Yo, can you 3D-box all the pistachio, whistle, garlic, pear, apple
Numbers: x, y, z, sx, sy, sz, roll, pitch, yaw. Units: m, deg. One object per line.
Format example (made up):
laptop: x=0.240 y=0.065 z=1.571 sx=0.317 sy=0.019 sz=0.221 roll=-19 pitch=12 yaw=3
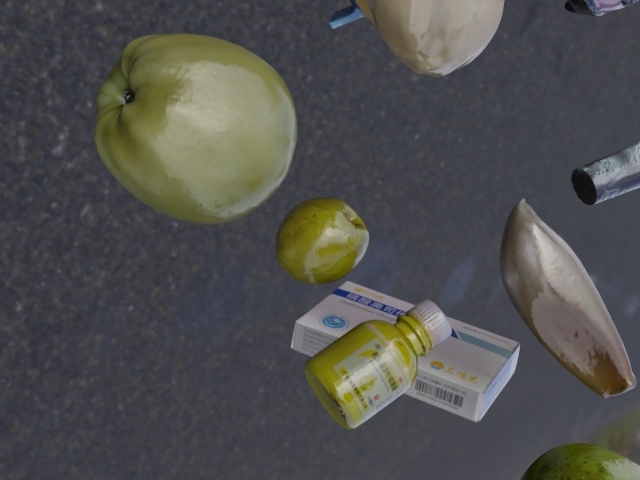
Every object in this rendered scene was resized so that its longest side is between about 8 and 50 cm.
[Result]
pistachio: x=0.155 y=-0.389 z=1.422 sx=0.193 sy=0.214 sz=0.317 roll=-69 pitch=161 yaw=-59
whistle: x=0.074 y=-0.473 z=1.921 sx=0.090 sy=0.158 sz=0.090 roll=36 pitch=47 yaw=-50
garlic: x=0.341 y=0.091 z=1.436 sx=0.112 sy=0.318 sz=0.143 roll=-40 pitch=-173 yaw=-16
pear: x=0.280 y=0.298 z=1.023 sx=0.187 sy=0.188 sz=0.219 roll=-56 pitch=161 yaw=-17
apple: x=-0.122 y=-0.110 z=0.991 sx=0.200 sy=0.200 sz=0.200 roll=-49 pitch=155 yaw=-32
pear: x=0.000 y=0.000 z=1.736 sx=0.162 sy=0.148 sz=0.149 roll=-32 pitch=172 yaw=25

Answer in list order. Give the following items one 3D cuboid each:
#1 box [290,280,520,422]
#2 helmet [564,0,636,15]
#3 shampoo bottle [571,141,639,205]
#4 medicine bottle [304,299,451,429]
box: x=0.147 y=0.181 z=1.720 sx=0.200 sy=0.344 sz=0.065 roll=-34 pitch=138 yaw=-56
helmet: x=0.322 y=-0.368 z=1.082 sx=0.198 sy=0.154 sz=0.253 roll=25 pitch=82 yaw=-59
shampoo bottle: x=0.440 y=-0.109 z=1.362 sx=0.208 sy=0.063 sz=0.057 roll=-21 pitch=165 yaw=-16
medicine bottle: x=0.092 y=0.172 z=1.483 sx=0.213 sy=0.122 sz=0.121 roll=-34 pitch=151 yaw=-14
